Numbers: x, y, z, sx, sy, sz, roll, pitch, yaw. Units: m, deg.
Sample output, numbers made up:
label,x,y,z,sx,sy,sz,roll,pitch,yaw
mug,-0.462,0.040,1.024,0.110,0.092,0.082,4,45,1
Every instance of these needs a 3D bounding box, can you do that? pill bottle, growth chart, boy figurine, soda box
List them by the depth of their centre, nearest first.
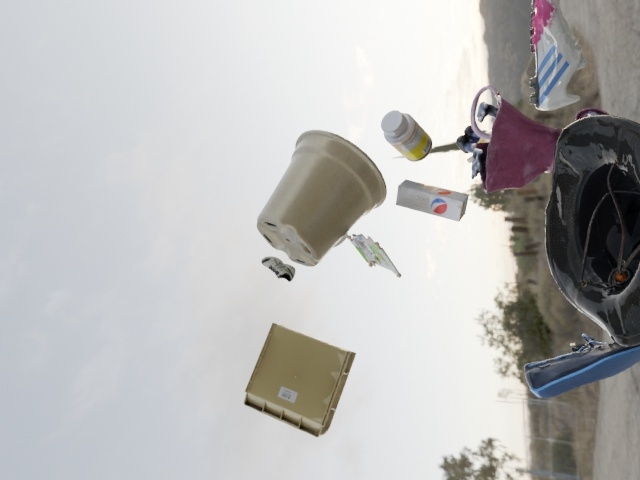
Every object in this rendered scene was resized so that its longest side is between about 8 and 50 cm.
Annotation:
label,x,y,z,sx,sy,sz,roll,pitch,yaw
growth chart,0.163,0.040,1.395,0.021,0.237,0.172,-44,-71,-9
soda box,0.354,-0.130,1.421,0.069,0.215,0.074,-40,-40,-49
pill bottle,0.299,-0.367,1.560,0.214,0.117,0.118,25,-116,-49
boy figurine,0.596,-0.347,1.591,0.092,0.177,0.285,39,-174,-17

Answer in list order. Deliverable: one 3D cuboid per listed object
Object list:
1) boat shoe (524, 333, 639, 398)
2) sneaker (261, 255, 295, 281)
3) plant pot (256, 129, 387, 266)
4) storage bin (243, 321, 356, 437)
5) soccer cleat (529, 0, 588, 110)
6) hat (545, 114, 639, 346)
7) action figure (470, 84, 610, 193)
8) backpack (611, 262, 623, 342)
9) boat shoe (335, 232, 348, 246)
label,x,y,z,sx,sy,sz,roll,pitch,yaw
boat shoe,0.584,0.261,0.995,0.089,0.258,0.109,-101,-15,-49
sneaker,-0.094,0.064,0.987,0.083,0.032,0.037,23,-135,-15
plant pot,-0.019,-0.102,1.338,0.306,0.333,0.334,-54,-45,-21
storage bin,-0.062,0.416,1.353,0.123,0.262,0.261,63,-133,-69
soccer cleat,0.654,-0.530,1.224,0.116,0.143,0.332,-48,-48,-55
hat,0.442,-0.026,0.618,0.331,0.133,0.332,-6,-90,-85
action figure,0.538,-0.199,1.035,0.276,0.369,0.248,-81,-4,-55
backpack,0.889,0.167,1.256,0.253,0.191,0.225,-24,-102,-38
boat shoe,0.000,0.000,1.487,0.063,0.184,0.066,57,172,45
